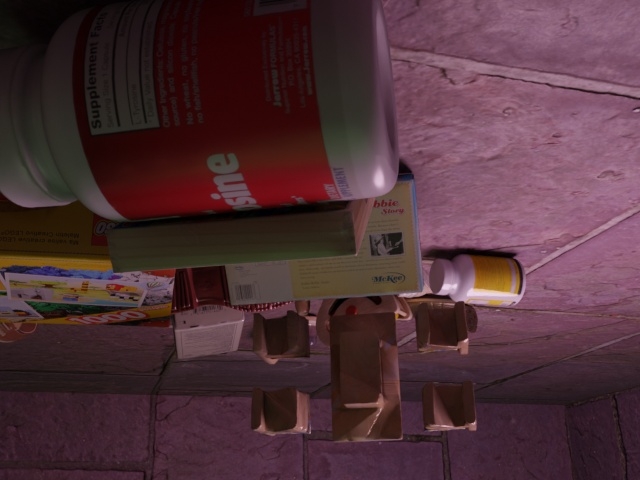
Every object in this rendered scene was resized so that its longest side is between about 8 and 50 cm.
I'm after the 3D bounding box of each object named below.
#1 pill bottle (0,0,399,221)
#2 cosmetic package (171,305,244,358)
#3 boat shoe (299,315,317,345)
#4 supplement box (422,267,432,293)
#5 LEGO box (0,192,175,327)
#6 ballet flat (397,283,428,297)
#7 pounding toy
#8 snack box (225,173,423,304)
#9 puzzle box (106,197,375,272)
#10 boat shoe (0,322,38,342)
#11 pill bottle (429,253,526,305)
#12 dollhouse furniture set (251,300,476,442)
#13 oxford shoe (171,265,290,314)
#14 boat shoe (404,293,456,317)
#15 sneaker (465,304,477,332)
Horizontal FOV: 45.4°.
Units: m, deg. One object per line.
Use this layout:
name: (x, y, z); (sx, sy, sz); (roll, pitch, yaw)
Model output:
pill bottle: (-0.132, -0.139, 0.797); (0.407, 0.229, 0.229); (-5, 159, 11)
cosmetic package: (-0.271, 0.188, 1.805); (0.160, 0.113, 0.309); (-7, 162, -13)
boat shoe: (-0.094, 0.276, 2.108); (0.102, 0.092, 0.285); (11, 156, -30)
supplement box: (0.211, 0.093, 1.716); (0.062, 0.036, 0.098); (-9, 158, 19)
LEGO box: (-0.476, -0.004, 1.188); (0.500, 0.193, 0.372); (3, 160, -11)
ballet flat: (0.160, 0.093, 1.628); (0.168, 0.052, 0.057); (28, 137, -25)
pounding toy: (0.054, 0.163, 1.728); (0.269, 0.154, 0.155); (-14, 157, 29)
snack box: (0.000, 0.000, 1.246); (0.321, 0.187, 0.060); (-4, -166, 9)
puzzle box: (-0.071, -0.048, 0.992); (0.272, 0.052, 0.409); (-5, -166, 8)
boat shoe: (-0.698, 0.151, 1.705); (0.116, 0.123, 0.324); (-5, 161, 3)
pill bottle: (0.326, 0.081, 1.596); (0.184, 0.103, 0.103); (5, 159, -17)
dollhouse furniture set: (0.083, 0.165, 1.389); (0.362, 0.394, 0.256); (-5, 160, 9)
oxford shoe: (-0.196, 0.081, 1.603); (0.348, 0.123, 0.130); (-1, -174, -4)
boat shoe: (0.223, 0.140, 1.794); (0.223, 0.073, 0.080); (-4, 142, 16)
sneaker: (0.342, 0.191, 1.977); (0.071, 0.066, 0.188); (4, 162, 40)
